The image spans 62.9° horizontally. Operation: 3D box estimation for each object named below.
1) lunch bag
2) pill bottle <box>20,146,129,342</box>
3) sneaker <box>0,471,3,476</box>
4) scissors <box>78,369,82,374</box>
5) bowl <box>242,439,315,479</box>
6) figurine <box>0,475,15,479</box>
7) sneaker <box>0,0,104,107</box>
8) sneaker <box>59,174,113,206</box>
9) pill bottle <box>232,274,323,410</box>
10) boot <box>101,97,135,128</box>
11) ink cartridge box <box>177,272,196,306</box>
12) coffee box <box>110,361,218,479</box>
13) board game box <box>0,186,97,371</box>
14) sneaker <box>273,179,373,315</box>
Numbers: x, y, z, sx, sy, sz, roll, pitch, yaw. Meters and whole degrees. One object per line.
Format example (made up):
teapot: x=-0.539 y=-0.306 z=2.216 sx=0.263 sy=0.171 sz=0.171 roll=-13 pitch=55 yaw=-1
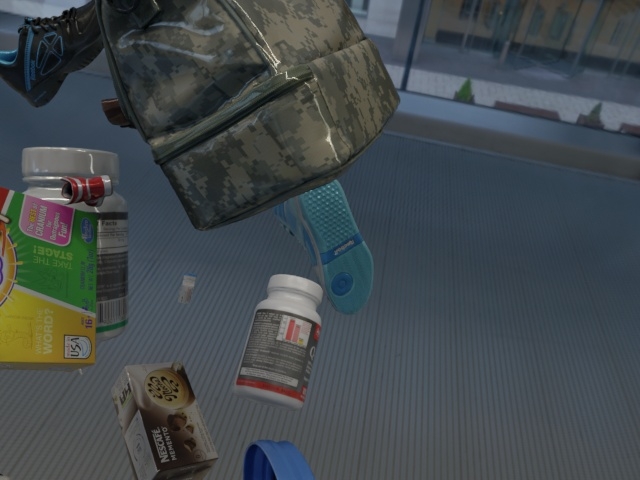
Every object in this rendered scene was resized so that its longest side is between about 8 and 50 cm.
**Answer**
lunch bag: x=-0.068 y=-0.191 z=0.581 sx=0.212 sy=0.256 sz=0.305 roll=-19 pitch=17 yaw=30
pill bottle: x=-0.485 y=0.008 z=1.025 sx=0.204 sy=0.361 sz=0.204 roll=1 pitch=3 yaw=0
sneaker: x=-0.563 y=0.475 z=0.812 sx=0.121 sy=0.079 sz=0.217 roll=29 pitch=39 yaw=13
scissors: x=-0.695 y=0.245 z=1.433 sx=0.297 sy=0.021 sz=0.109 roll=31 pitch=86 yaw=36
bowl: x=-0.064 y=0.587 z=1.022 sx=0.077 sy=0.391 sz=0.391 roll=-5 pitch=39 yaw=-23
figurine: x=-0.308 y=0.310 z=0.526 sx=0.215 sy=0.092 sz=0.209 roll=18 pitch=-6 yaw=3
sneaker: x=-0.567 y=-0.434 z=1.131 sx=0.341 sy=0.139 sz=0.125 roll=-36 pitch=39 yaw=16
sneaker: x=-0.362 y=-0.072 z=0.791 sx=0.067 sy=0.042 sz=0.118 roll=-12 pitch=-1 yaw=-36
pill bottle: x=-0.113 y=0.298 z=1.546 sx=0.210 sy=0.210 sz=0.363 roll=12 pitch=68 yaw=5
boot: x=-0.238 y=-0.241 z=0.902 sx=0.207 sy=0.090 sz=0.248 roll=-14 pitch=5 yaw=2
ink cartridge box: x=-0.306 y=0.113 z=1.197 sx=0.028 sy=0.048 sz=0.083 roll=13 pitch=16 yaw=-13
coffee box: x=-0.401 y=0.466 z=1.327 sx=0.168 sy=0.119 sz=0.297 roll=8 pitch=37 yaw=-43
board game box: x=-0.449 y=0.045 z=0.684 sx=0.064 sy=0.316 sz=0.242 roll=-18 pitch=69 yaw=27
sneaker: x=0.000 y=0.000 z=1.149 sx=0.127 sy=0.319 sz=0.208 roll=-23 pitch=18 yaw=-22
